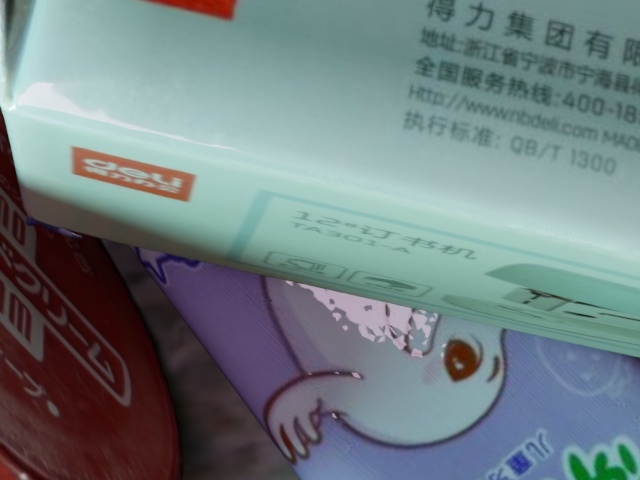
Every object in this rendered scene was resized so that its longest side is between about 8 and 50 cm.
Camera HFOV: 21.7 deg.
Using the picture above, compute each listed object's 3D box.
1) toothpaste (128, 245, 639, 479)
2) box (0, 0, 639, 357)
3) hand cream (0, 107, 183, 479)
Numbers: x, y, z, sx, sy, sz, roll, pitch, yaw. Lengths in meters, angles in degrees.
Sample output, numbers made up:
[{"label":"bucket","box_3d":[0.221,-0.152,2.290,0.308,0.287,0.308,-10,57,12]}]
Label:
[{"label":"toothpaste","box_3d":[0.000,0.000,0.532,0.125,0.080,0.371,-40,87,4]},{"label":"box","box_3d":[0.052,-0.025,0.440,0.269,0.135,0.079,13,78,-6]},{"label":"hand cream","box_3d":[-0.142,0.033,0.496,0.125,0.193,0.193,-32,81,9]}]
